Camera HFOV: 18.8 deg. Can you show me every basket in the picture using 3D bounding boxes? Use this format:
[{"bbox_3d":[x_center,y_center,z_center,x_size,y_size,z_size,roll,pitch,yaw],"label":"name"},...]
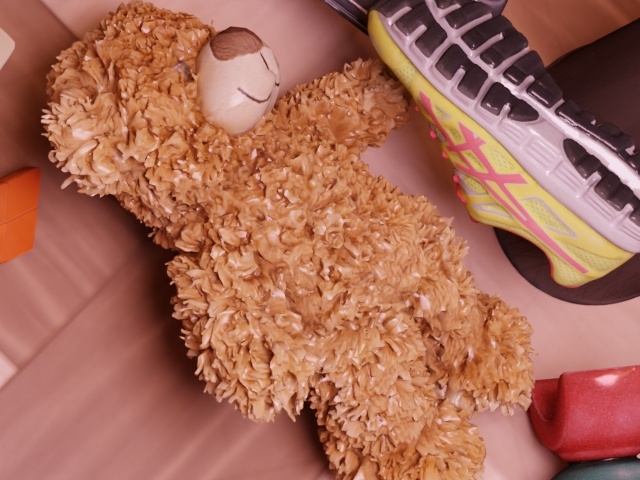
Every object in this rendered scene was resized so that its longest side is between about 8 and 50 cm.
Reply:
[{"bbox_3d":[0.228,-0.072,1.140,0.154,0.227,0.204,46,64,-5],"label":"basket"}]

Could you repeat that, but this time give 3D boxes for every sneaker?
[{"bbox_3d":[0.096,-0.052,1.083,0.208,0.094,0.081,46,42,8],"label":"sneaker"}]

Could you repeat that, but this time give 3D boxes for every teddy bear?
[{"bbox_3d":[0.000,0.000,1.067,0.245,0.113,0.338,-32,95,-37],"label":"teddy bear"}]

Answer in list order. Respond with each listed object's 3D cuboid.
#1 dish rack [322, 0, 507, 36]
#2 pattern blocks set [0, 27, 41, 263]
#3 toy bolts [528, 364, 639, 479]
[{"bbox_3d":[0.057,-0.246,1.190,0.208,0.074,0.271,37,46,-10],"label":"dish rack"},{"bbox_3d":[-0.258,-0.076,0.994,0.325,0.026,0.285,-51,121,-24],"label":"pattern blocks set"},{"bbox_3d":[0.240,0.146,1.114,0.228,0.218,0.158,-5,83,-6],"label":"toy bolts"}]
